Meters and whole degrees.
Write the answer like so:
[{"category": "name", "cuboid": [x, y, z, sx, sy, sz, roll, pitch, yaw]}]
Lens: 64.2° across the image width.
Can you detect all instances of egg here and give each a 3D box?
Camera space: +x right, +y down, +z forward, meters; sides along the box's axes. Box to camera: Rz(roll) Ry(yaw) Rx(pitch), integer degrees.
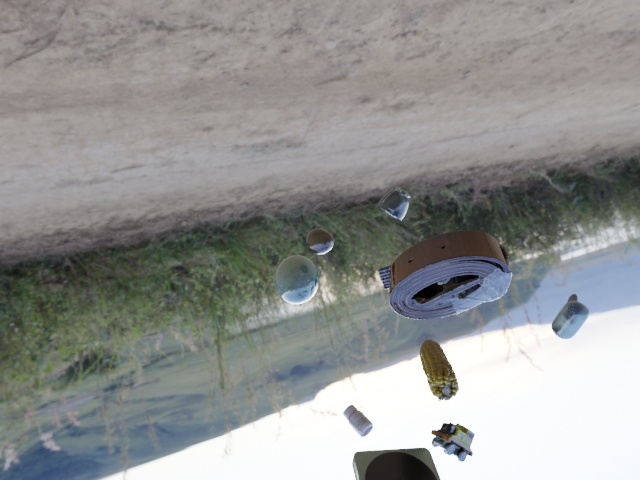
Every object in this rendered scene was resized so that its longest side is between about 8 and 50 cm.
[{"category": "egg", "cuboid": [-0.089, 0.147, 1.929, 0.169, 0.169, 0.236, -17, -155, 5]}]

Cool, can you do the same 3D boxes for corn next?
[{"category": "corn", "cuboid": [0.385, 0.419, 1.708, 0.102, 0.102, 0.313, -17, -164, 3]}]

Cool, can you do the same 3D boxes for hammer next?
[{"category": "hammer", "cuboid": [0.736, 0.205, 1.494, 0.194, 0.069, 0.116, -34, 149, -54]}]

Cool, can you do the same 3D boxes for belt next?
[{"category": "belt", "cuboid": [0.347, 0.101, 1.403, 0.338, 0.122, 0.217, -25, 123, 26]}]

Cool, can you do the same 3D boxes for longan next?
[{"category": "longan", "cuboid": [0.000, 0.000, 1.869, 0.113, 0.092, 0.113, -13, -149, 8]}]

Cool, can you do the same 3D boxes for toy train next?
[{"category": "toy train", "cuboid": [0.506, 0.754, 1.937, 0.219, 0.127, 0.089, 38, 161, -30]}]

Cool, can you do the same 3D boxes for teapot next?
[{"category": "teapot", "cuboid": [0.236, -0.127, 1.618, 0.091, 0.092, 0.124, -56, -160, 10]}]

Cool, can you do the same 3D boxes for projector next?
[{"category": "projector", "cuboid": [0.243, 0.765, 1.558, 0.259, 0.079, 0.257, 2, -150, -10]}]

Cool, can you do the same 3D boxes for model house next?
[{"category": "model house", "cuboid": [0.362, 0.139, 2.173, 0.194, 0.170, 0.211, -18, 130, 39]}]

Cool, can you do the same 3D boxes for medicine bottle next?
[{"category": "medicine bottle", "cuboid": [0.109, 0.527, 1.494, 0.052, 0.089, 0.052, -29, 140, -28]}]
